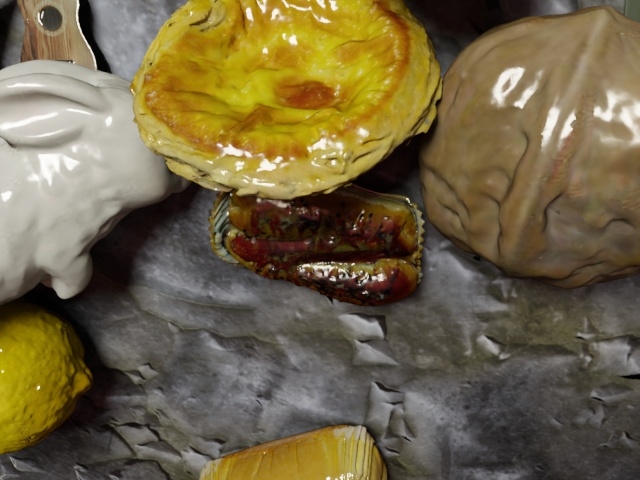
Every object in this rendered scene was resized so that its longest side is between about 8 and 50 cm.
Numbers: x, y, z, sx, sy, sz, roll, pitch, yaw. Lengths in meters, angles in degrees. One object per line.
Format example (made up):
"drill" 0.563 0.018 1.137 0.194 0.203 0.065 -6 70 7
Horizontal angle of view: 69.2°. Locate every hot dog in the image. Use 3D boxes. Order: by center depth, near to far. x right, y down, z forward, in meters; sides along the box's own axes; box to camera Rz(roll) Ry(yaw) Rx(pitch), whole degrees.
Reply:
"hot dog" 0.000 0.000 0.564 0.270 0.082 0.162 12 124 -2

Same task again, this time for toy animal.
"toy animal" -0.312 -0.059 0.479 0.357 0.194 0.258 -38 118 -8

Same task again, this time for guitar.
"guitar" -0.289 -0.292 0.484 0.084 0.038 0.271 -3 108 -2

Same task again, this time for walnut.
"walnut" 0.231 -0.085 0.451 0.227 0.273 0.273 -20 113 -22

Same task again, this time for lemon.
"lemon" -0.415 0.171 0.592 0.231 0.192 0.192 14 112 -12

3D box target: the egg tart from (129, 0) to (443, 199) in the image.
"egg tart" -0.031 -0.147 0.459 0.295 0.294 0.116 -4 151 3

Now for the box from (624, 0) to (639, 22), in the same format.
"box" 0.381 -0.265 0.429 0.148 0.129 0.210 -6 112 3

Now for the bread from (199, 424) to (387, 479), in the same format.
"bread" -0.041 0.385 0.707 0.288 0.119 0.152 -20 113 10
